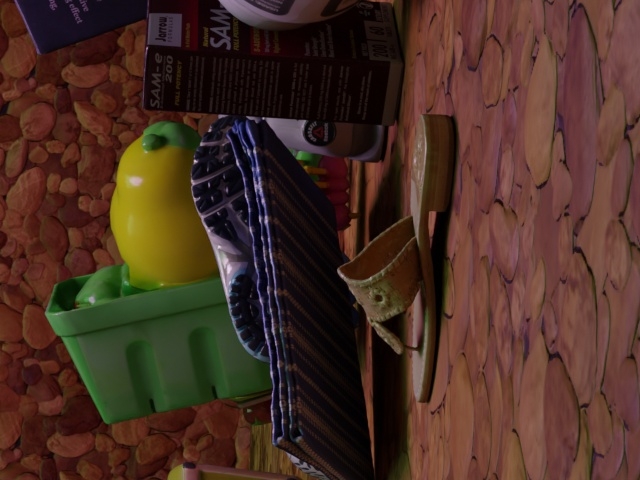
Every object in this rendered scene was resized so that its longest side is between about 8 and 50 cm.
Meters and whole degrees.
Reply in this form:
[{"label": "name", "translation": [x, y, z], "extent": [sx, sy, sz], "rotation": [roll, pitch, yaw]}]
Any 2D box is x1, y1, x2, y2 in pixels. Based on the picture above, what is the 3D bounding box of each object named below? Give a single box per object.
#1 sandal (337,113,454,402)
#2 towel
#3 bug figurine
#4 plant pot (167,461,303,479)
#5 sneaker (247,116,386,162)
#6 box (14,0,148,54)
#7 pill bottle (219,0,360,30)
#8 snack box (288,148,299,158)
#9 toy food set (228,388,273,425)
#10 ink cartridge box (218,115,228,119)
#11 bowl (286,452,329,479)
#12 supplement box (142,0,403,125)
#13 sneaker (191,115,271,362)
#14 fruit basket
[{"label": "sandal", "translation": [0.053, 0.013, 1.378], "extent": [0.088, 0.079, 0.240], "rotation": [-100, 14, -67]}, {"label": "towel", "translation": [-0.015, 0.071, 1.667], "extent": [0.243, 0.040, 0.336], "rotation": [48, -149, -60]}, {"label": "bug figurine", "translation": [0.000, 0.000, 1.961], "extent": [0.279, 0.072, 0.216], "rotation": [-149, 54, -78]}, {"label": "plant pot", "translation": [-0.115, 0.421, 2.274], "extent": [0.227, 0.228, 0.207], "rotation": [-101, 20, -70]}, {"label": "sneaker", "translation": [-0.016, -0.172, 1.854], "extent": [0.330, 0.146, 0.122], "rotation": [-101, 12, -72]}, {"label": "box", "translation": [-0.180, -0.428, 1.919], "extent": [0.212, 0.395, 0.293], "rotation": [-96, -13, -62]}, {"label": "pill bottle", "translation": [-0.010, -0.290, 1.487], "extent": [0.318, 0.176, 0.176], "rotation": [135, 137, -72]}, {"label": "snack box", "translation": [-0.021, -0.149, 2.308], "extent": [0.322, 0.060, 0.187], "rotation": [-157, 71, -84]}, {"label": "toy food set", "translation": [-0.061, 0.213, 2.346], "extent": [0.218, 0.128, 0.071], "rotation": [-140, 31, -77]}, {"label": "ink cartridge box", "translation": [-0.083, -0.238, 2.282], "extent": [0.191, 0.082, 0.140], "rotation": [113, 162, -75]}, {"label": "bowl", "translation": [-0.012, 0.198, 1.986], "extent": [0.170, 0.080, 0.170], "rotation": [-179, 90, -84]}, {"label": "supplement box", "translation": [-0.048, -0.177, 1.663], "extent": [0.130, 0.239, 0.073], "rotation": [-96, 11, -55]}, {"label": "sneaker", "translation": [-0.079, 0.003, 1.893], "extent": [0.122, 0.110, 0.283], "rotation": [105, 157, -73]}, {"label": "fruit basket", "translation": [-0.171, 0.020, 2.207], "extent": [0.283, 0.392, 0.392], "rotation": [-119, 31, -80]}]
